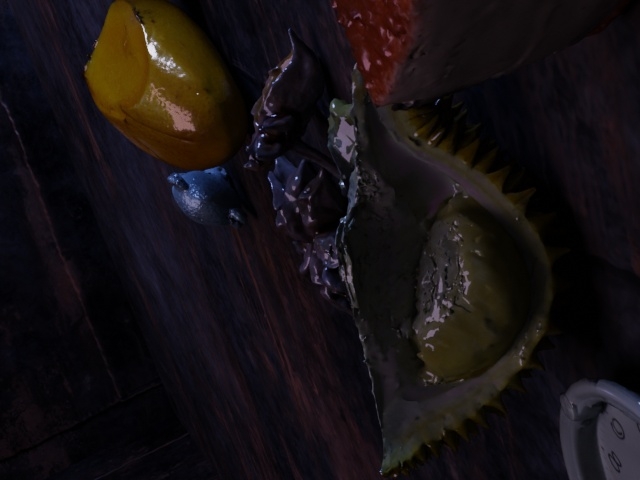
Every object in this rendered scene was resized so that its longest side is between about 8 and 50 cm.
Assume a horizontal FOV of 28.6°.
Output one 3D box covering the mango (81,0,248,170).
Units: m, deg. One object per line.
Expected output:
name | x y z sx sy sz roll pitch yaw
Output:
mango | -0.167 -0.170 1.471 0.257 0.138 0.187 50 141 33

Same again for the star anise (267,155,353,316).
star anise | 0.000 0.000 1.310 0.195 0.065 0.182 18 133 64

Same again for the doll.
doll | -0.149 -0.068 1.716 0.120 0.075 0.180 28 -170 -7

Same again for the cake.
cake | 0.054 -0.220 0.620 0.262 0.158 0.159 64 160 7

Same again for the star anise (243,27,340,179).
star anise | 0.032 -0.073 1.182 0.227 0.218 0.148 27 130 -9

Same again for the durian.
durian | 0.072 -0.002 0.882 0.172 0.167 0.306 33 136 58

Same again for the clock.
clock | 0.241 0.190 0.831 0.236 0.053 0.236 59 164 29
